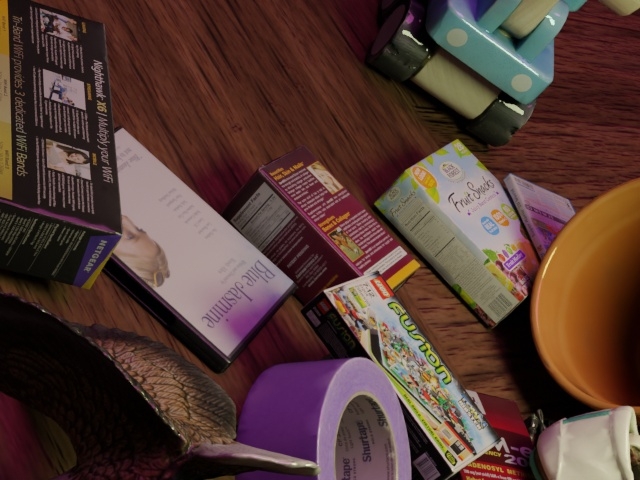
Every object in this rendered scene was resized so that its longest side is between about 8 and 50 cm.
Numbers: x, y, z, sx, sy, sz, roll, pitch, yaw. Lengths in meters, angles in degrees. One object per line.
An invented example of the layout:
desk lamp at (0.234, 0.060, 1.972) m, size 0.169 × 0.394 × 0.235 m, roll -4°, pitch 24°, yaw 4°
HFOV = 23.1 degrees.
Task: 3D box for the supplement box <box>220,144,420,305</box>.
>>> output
supplement box at (0.000, 0.000, 1.668) m, size 0.188 × 0.081 × 0.104 m, roll 46°, pitch 32°, yaw 6°

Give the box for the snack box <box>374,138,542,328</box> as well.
snack box at (0.186, -0.013, 1.896) m, size 0.207 × 0.070 × 0.174 m, roll 45°, pitch 30°, yaw 6°

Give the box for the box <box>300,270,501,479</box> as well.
box at (0.077, 0.129, 1.483) m, size 0.207 × 0.036 × 0.114 m, roll 54°, pitch 29°, yaw 10°

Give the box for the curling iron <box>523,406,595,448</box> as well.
curling iron at (0.310, 0.195, 1.815) m, size 0.068 × 0.035 × 0.274 m, roll 50°, pitch 33°, yaw 12°

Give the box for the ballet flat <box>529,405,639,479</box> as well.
ballet flat at (0.365, 0.333, 1.547) m, size 0.400 × 0.139 × 0.139 m, roll 54°, pitch 32°, yaw -4°

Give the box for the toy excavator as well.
toy excavator at (0.274, -0.328, 2.015) m, size 0.222 × 0.445 × 0.433 m, roll 33°, pitch 33°, yaw -14°

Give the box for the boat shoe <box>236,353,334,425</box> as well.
boat shoe at (0.012, 0.151, 1.503) m, size 0.233 × 0.084 × 0.079 m, roll -22°, pitch 89°, yaw -51°

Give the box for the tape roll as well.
tape roll at (0.006, 0.197, 1.352) m, size 0.189 × 0.080 × 0.189 m, roll 28°, pitch 59°, yaw -60°

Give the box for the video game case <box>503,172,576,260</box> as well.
video game case at (0.295, -0.004, 1.932) m, size 0.119 × 0.015 × 0.166 m, roll 21°, pitch 36°, yaw -39°

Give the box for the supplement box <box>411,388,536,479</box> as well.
supplement box at (0.166, 0.261, 1.545) m, size 0.130 × 0.073 × 0.239 m, roll 16°, pitch 39°, yaw -35°

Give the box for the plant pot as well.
plant pot at (0.413, 0.094, 1.790) m, size 0.203 × 0.291 × 0.291 m, roll 38°, pitch 25°, yaw -48°

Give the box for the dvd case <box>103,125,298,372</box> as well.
dvd case at (-0.151, 0.004, 1.555) m, size 0.253 × 0.022 × 0.180 m, roll 42°, pitch 32°, yaw 0°

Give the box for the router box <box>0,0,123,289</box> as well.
router box at (-0.316, -0.116, 1.441) m, size 0.243 × 0.081 × 0.308 m, roll 16°, pitch 40°, yaw -25°

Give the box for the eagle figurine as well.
eagle figurine at (-0.165, 0.147, 1.218) m, size 0.225 × 0.226 × 0.298 m, roll -16°, pitch 67°, yaw -31°
